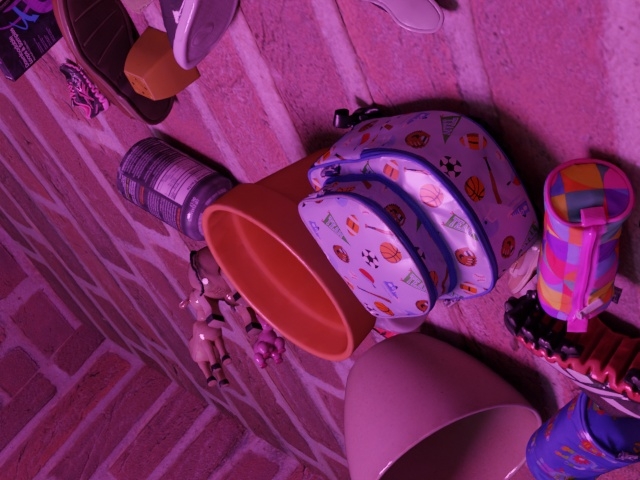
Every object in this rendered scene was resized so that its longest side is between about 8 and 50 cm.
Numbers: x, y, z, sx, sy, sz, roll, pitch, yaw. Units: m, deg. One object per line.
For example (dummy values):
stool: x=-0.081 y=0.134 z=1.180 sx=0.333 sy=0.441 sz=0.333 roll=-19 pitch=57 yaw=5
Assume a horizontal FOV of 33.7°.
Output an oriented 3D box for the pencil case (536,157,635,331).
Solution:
pencil case: x=0.297 y=0.008 z=1.197 sx=0.104 sy=0.104 sz=0.236 roll=30 pitch=158 yaw=26

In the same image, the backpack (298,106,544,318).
backpack: x=0.123 y=-0.035 z=1.286 sx=0.276 sy=0.213 sz=0.263 roll=50 pitch=147 yaw=-17

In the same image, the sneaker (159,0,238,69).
sneaker: x=-0.188 y=-0.347 z=1.329 sx=0.147 sy=0.104 sz=0.295 roll=37 pitch=154 yaw=14

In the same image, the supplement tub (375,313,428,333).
supplement tub: x=0.080 y=0.077 z=1.692 sx=0.190 sy=0.117 sz=0.117 roll=12 pitch=145 yaw=53

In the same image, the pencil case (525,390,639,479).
pencil case: x=0.404 y=0.295 z=1.569 sx=0.133 sy=0.119 sz=0.306 roll=27 pitch=158 yaw=6

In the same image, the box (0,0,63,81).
box: x=-0.475 y=-0.353 z=1.717 sx=0.029 sy=0.162 sz=0.116 roll=27 pitch=156 yaw=32

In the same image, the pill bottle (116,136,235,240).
pill bottle: x=-0.242 y=-0.082 z=1.907 sx=0.246 sy=0.130 sz=0.130 roll=30 pitch=157 yaw=27

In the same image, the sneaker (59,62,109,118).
sneaker: x=-0.453 y=-0.279 z=1.983 sx=0.119 sy=0.057 sz=0.047 roll=50 pitch=159 yaw=-21

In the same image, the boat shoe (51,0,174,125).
boat shoe: x=-0.352 y=-0.302 z=1.681 sx=0.104 sy=0.110 sz=0.307 roll=23 pitch=153 yaw=36

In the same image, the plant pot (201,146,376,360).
plant pot: x=0.000 y=0.000 z=1.527 sx=0.291 sy=0.203 sz=0.291 roll=37 pitch=156 yaw=20

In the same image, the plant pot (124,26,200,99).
plant pot: x=-0.252 y=-0.264 z=1.622 sx=0.081 sy=0.083 sz=0.081 roll=26 pitch=154 yaw=34

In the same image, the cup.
cup: x=0.169 y=0.295 z=1.772 sx=0.237 sy=0.331 sz=0.331 roll=58 pitch=174 yaw=39

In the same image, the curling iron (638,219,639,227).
curling iron: x=0.426 y=-0.009 z=1.027 sx=0.068 sy=0.035 sz=0.274 roll=45 pitch=160 yaw=-24

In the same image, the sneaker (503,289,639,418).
sneaker: x=0.363 y=0.161 z=1.391 sx=0.276 sy=0.097 sz=0.135 roll=25 pitch=152 yaw=32

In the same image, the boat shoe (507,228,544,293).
boat shoe: x=0.265 y=0.022 z=1.360 sx=0.045 sy=0.050 sz=0.135 roll=39 pitch=150 yaw=13

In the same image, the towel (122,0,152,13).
towel: x=-0.272 y=-0.381 z=1.499 sx=0.110 sy=0.027 sz=0.148 roll=48 pitch=160 yaw=-16

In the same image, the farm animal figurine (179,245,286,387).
farm animal figurine: x=-0.140 y=0.093 z=1.886 sx=0.172 sy=0.330 sz=0.327 roll=62 pitch=-171 yaw=31

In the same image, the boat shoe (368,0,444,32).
boat shoe: x=0.080 y=-0.258 z=1.120 sx=0.125 sy=0.038 sz=0.046 roll=28 pitch=115 yaw=18

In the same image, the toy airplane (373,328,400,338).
toy airplane: x=0.126 y=0.148 z=1.881 sx=0.151 sy=0.028 sz=0.151 roll=33 pitch=158 yaw=15
